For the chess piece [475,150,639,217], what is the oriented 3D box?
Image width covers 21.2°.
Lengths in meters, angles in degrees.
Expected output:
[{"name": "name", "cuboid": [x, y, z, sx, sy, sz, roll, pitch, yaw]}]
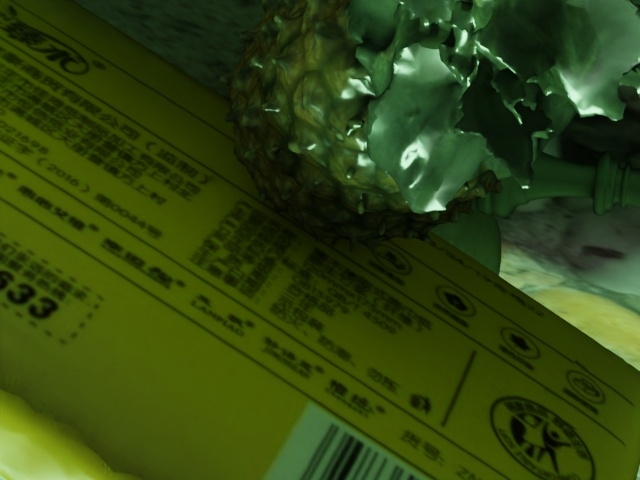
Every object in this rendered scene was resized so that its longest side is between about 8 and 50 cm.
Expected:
[{"name": "chess piece", "cuboid": [0.118, -0.027, 0.761, 0.093, 0.042, 0.042, 7, 160, 15]}]

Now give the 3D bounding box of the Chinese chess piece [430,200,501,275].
[{"name": "Chinese chess piece", "cuboid": [0.000, 0.000, 0.891, 0.188, 0.083, 0.188, 20, 164, 6]}]

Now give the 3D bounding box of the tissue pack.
[{"name": "tissue pack", "cuboid": [-0.084, 0.083, 0.694, 0.382, 0.293, 0.228, 34, 120, 1]}]

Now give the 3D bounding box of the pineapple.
[{"name": "pineapple", "cuboid": [0.038, -0.063, 0.568, 0.125, 0.125, 0.251, 22, 172, -10]}]
